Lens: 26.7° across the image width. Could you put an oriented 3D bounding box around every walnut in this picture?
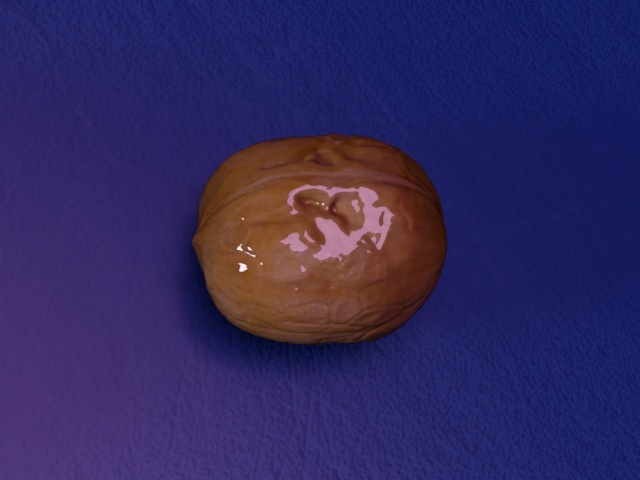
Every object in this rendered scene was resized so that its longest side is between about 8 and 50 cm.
[{"bbox_3d":[0.000,0.000,1.190,0.225,0.193,0.193,-9,76,-13],"label":"walnut"}]
